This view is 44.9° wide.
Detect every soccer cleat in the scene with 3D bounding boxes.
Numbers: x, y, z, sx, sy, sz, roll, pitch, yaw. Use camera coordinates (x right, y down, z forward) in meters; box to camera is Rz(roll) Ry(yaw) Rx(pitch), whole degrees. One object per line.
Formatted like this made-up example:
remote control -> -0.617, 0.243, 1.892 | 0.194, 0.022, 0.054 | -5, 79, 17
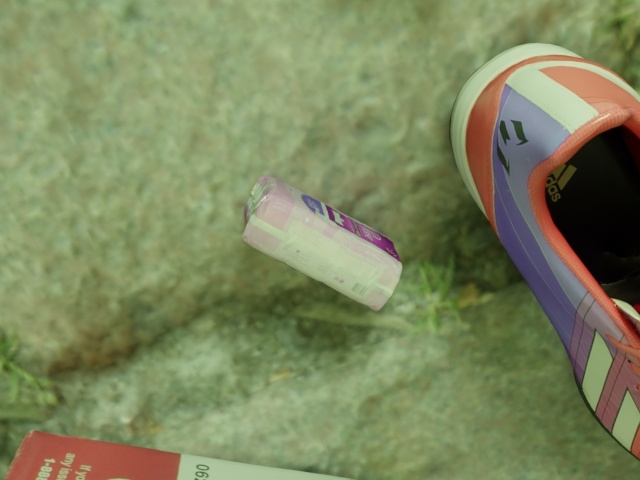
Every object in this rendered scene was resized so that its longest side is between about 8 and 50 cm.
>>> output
soccer cleat -> 0.176, 0.046, 0.393 | 0.108, 0.116, 0.318 | -34, 109, 9

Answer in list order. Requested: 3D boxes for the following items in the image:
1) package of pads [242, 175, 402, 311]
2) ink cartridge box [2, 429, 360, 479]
package of pads -> 0.000, 0.000, 0.400 | 0.083, 0.050, 0.032 | 28, 106, -13
ink cartridge box -> 0.008, 0.258, 0.378 | 0.384, 0.279, 0.160 | 11, 108, -8
